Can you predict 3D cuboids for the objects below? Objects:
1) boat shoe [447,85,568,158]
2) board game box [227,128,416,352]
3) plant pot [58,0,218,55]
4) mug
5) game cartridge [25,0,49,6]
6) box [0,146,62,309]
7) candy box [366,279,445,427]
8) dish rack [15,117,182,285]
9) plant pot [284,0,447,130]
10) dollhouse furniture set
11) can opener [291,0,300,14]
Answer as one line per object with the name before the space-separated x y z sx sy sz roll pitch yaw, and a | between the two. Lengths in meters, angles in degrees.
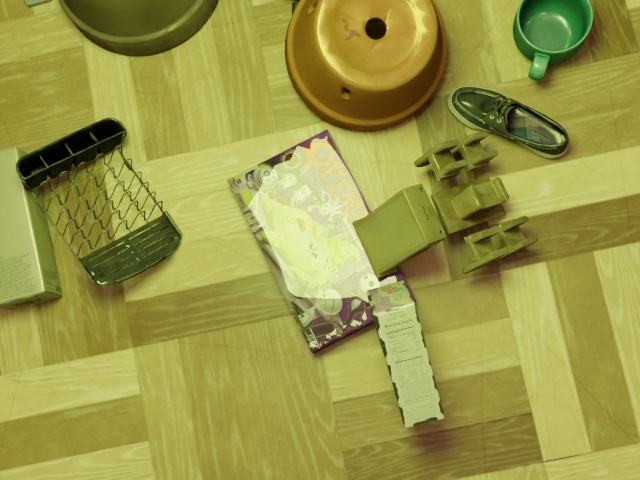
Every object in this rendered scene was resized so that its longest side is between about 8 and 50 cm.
boat shoe | 0.331 -0.214 1.569 0.228 0.076 0.080 31 86 8
board game box | 0.000 0.000 1.585 0.208 0.056 0.347 -27 80 -3
plant pot | -0.351 -0.528 1.575 0.323 0.280 0.323 -1 81 4
mug | 0.395 -0.367 1.575 0.158 0.097 0.129 -40 81 -1
game cartridge | -0.551 -0.493 1.719 0.056 0.017 0.083 -14 81 -1
box | -0.556 -0.020 1.612 0.113 0.094 0.275 -13 81 3
candy box | 0.137 0.180 1.460 0.070 0.165 0.196 -16 99 2
dish rack | -0.380 -0.062 1.576 0.208 0.074 0.271 -32 80 -26
plant pot | 0.086 -0.339 1.519 0.291 0.203 0.291 0 92 -3
dollhouse furniture set | 0.205 -0.040 1.528 0.242 0.161 0.212 -17 79 -34
can opener | -0.067 -0.461 1.649 0.186 0.059 0.073 19 85 7
